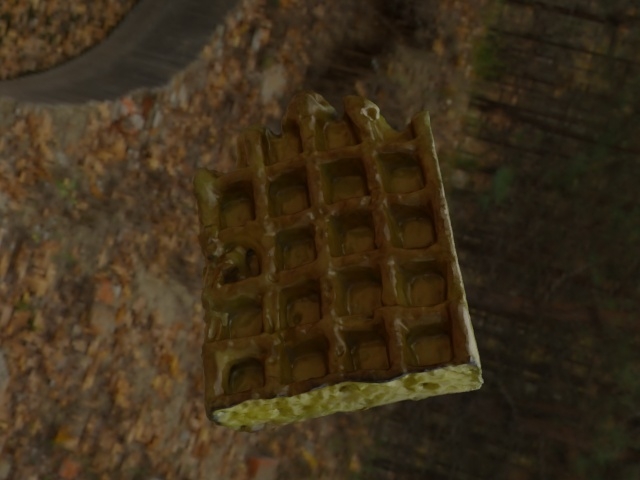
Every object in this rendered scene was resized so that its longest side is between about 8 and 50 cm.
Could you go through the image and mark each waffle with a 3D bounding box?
[{"bbox_3d":[0.000,0.000,0.672,0.055,0.160,0.211,65,15,-62],"label":"waffle"}]
